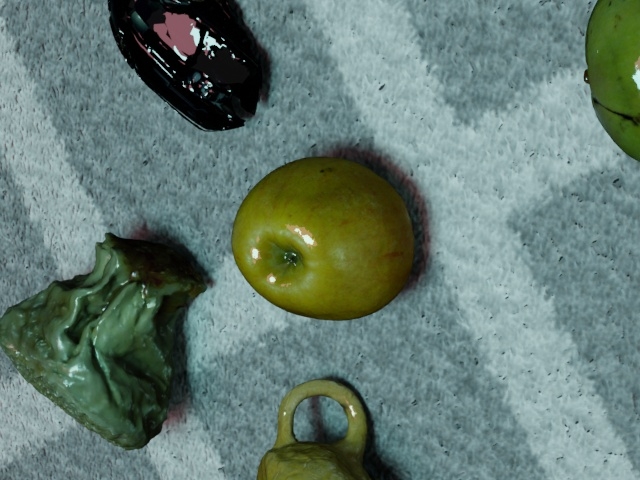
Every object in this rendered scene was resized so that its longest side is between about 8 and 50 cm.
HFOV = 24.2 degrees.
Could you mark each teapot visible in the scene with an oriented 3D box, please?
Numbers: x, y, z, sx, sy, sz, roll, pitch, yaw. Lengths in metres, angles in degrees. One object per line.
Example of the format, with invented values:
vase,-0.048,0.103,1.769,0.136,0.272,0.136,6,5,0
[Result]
teapot,0.018,0.306,1.616,0.203,0.167,0.311,125,144,-75

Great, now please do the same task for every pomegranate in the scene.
pomegranate,0.320,-0.165,1.263,0.210,0.179,0.179,-38,81,15

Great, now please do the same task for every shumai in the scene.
shumai,-0.242,0.108,1.748,0.225,0.222,0.261,43,161,-15

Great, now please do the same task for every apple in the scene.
apple,0.000,0.000,1.527,0.182,0.155,0.182,9,106,31

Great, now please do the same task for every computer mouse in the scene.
computer mouse,-0.157,-0.216,1.611,0.241,0.077,0.146,48,132,9
